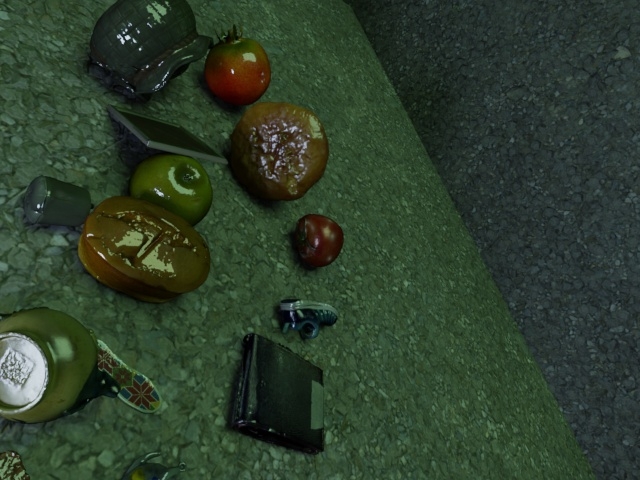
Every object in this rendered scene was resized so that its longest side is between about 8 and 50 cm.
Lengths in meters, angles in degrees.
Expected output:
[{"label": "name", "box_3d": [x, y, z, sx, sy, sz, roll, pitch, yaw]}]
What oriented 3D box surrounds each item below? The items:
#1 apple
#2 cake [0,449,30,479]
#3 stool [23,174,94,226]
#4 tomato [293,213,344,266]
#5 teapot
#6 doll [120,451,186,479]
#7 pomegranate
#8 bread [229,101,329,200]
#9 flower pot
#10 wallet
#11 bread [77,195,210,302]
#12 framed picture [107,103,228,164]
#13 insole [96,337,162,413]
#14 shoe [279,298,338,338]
[{"label": "apple", "box_3d": [-0.354, -0.123, 1.069, 0.196, 0.156, 0.197, 22, 55, -35]}, {"label": "cake", "box_3d": [-0.461, 0.366, 0.562, 0.135, 0.135, 0.147, 59, 31, 7]}, {"label": "stool", "box_3d": [-0.526, -0.075, 0.888, 0.110, 0.096, 0.096, 12, 53, -48]}, {"label": "tomato", "box_3d": [0.000, 0.000, 1.371, 0.167, 0.167, 0.168, 29, 42, -31]}, {"label": "teapot", "box_3d": [-0.453, 0.188, 0.723, 0.269, 0.173, 0.182, 28, 0, 4]}, {"label": "doll", "box_3d": [-0.313, 0.431, 0.744, 0.104, 0.062, 0.194, 29, 30, 35]}, {"label": "pomegranate", "box_3d": [-0.272, -0.578, 1.458, 0.221, 0.220, 0.257, -77, 166, -47]}, {"label": "bread", "box_3d": [-0.117, -0.269, 1.350, 0.312, 0.312, 0.172, 52, 17, -3]}, {"label": "flower pot", "box_3d": [-0.462, -0.531, 1.196, 0.213, 0.301, 0.302, 52, 33, -26]}, {"label": "wallet", "box_3d": [-0.091, 0.368, 1.054, 0.262, 0.071, 0.221, 34, 35, -31]}, {"label": "bread", "box_3d": [-0.370, 0.022, 0.946, 0.269, 0.142, 0.196, 35, 40, -28]}, {"label": "framed picture", "box_3d": [-0.394, -0.272, 1.131, 0.213, 0.016, 0.289, 6, 24, -47]}, {"label": "insole", "box_3d": [-0.382, 0.262, 0.850, 0.193, 0.006, 0.065, 48, 36, -9]}, {"label": "shoe", "box_3d": [-0.032, 0.220, 1.228, 0.207, 0.091, 0.106, 15, 73, -47]}]
